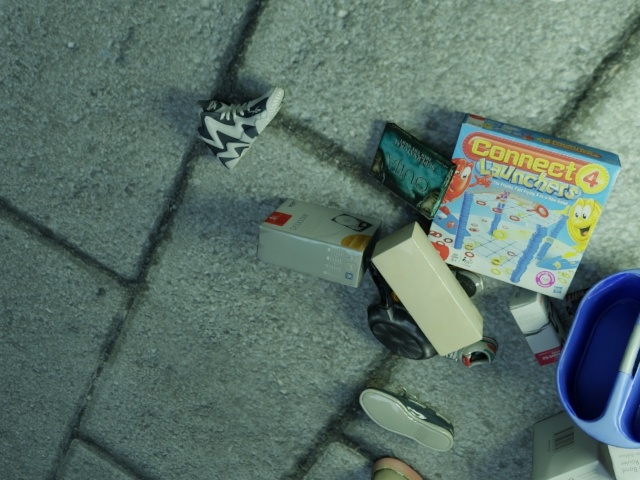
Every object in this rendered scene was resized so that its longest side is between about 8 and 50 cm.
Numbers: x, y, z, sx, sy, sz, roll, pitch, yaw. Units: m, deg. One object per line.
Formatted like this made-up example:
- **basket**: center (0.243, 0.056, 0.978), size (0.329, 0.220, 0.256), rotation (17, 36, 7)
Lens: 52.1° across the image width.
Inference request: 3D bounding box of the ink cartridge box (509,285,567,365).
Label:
- **ink cartridge box**: center (0.470, 0.173, 1.407), size (0.063, 0.109, 0.150), rotation (-24, 104, 28)

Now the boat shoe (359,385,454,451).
- **boat shoe**: center (0.219, 0.431, 1.635), size (0.255, 0.079, 0.095), rotation (24, 117, 5)

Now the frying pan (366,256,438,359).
- **frying pan**: center (0.183, 0.178, 1.464), size (0.197, 0.053, 0.326), rotation (25, 152, 21)

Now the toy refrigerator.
- **toy refrigerator**: center (0.228, 0.101, 1.379), size (0.102, 0.094, 0.269), rotation (-30, 105, 26)

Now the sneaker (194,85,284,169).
- **sneaker**: center (-0.194, -0.281, 1.444), size (0.153, 0.094, 0.235), rotation (38, 131, -10)

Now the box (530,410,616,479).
- **box**: center (0.645, 0.573, 1.469), size (0.168, 0.215, 0.345), rotation (-37, 97, 30)

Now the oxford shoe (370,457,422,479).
- **oxford shoe**: center (0.286, 0.745, 1.716), size (0.397, 0.146, 0.140), rotation (33, 120, 2)

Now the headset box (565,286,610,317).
- **headset box**: center (0.569, 0.138, 1.400), size (0.083, 0.032, 0.062), rotation (-22, 105, 25)

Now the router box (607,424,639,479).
- **router box**: center (0.720, 0.300, 1.281), size (0.336, 0.300, 0.082), rotation (-20, 147, 26)

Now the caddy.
- **caddy**: center (0.590, 0.222, 1.229), size (0.241, 0.179, 0.341), rotation (17, 78, 34)

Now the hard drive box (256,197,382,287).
- **hard drive box**: center (0.000, 0.000, 1.456), size (0.232, 0.181, 0.089), rotation (14, 117, 13)

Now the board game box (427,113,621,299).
- **board game box**: center (0.397, -0.068, 1.335), size (0.309, 0.086, 0.301), rotation (18, 119, 12)

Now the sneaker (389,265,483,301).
- **sneaker**: center (0.256, 0.110, 1.472), size (0.215, 0.083, 0.084), rotation (-5, 110, 20)

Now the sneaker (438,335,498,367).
- **sneaker**: center (0.325, 0.256, 1.517), size (0.162, 0.075, 0.057), rotation (2, 114, 19)

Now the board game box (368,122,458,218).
- **board game box**: center (0.187, -0.146, 1.357), size (0.186, 0.026, 0.126), rotation (41, 128, 33)
